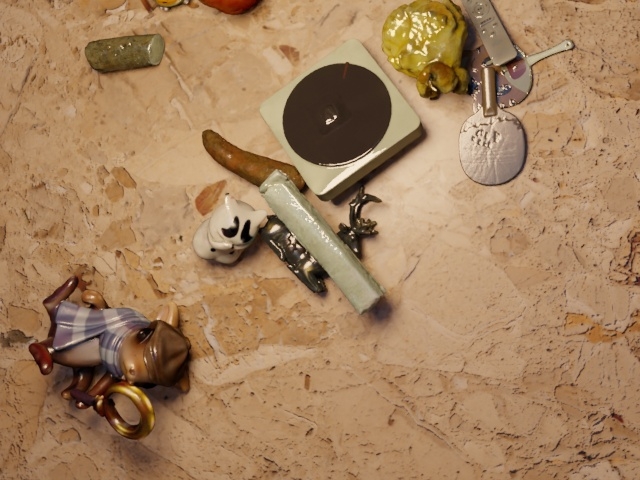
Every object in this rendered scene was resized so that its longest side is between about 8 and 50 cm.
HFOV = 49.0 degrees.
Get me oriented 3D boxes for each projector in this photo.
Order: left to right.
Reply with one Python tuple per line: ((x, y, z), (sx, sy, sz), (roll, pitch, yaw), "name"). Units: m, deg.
((0.041, -0.248, 1.456), (0.259, 0.079, 0.257), (-35, 70, 6), "projector")

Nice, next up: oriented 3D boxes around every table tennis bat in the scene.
((0.341, -0.227, 1.407), (0.131, 0.022, 0.234), (-2, 92, 18), "table tennis bat")

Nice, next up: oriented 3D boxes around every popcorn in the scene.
((0.206, -0.375, 1.387), (0.168, 0.173, 0.195), (-5, 91, 3), "popcorn")

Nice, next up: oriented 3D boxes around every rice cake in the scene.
((0.000, 0.000, 1.400), (0.066, 0.063, 0.336), (-41, 85, 17), "rice cake")

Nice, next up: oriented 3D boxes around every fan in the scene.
((0.391, -0.349, 1.407), (0.227, 0.008, 0.152), (-22, 81, 15), "fan")

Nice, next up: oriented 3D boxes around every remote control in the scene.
((0.336, -0.432, 1.414), (0.050, 0.027, 0.184), (-25, 73, 13), "remote control")

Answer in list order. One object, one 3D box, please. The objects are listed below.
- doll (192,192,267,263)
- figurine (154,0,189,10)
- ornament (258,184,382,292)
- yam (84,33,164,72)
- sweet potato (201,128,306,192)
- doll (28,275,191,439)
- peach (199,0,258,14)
((-0.195, -0.018, 1.480), (0.181, 0.110, 0.107), (-33, 48, 54), "doll")
((-0.350, -0.626, 1.600), (0.167, 0.141, 0.250), (-18, 47, 7), "figurine")
((0.012, -0.037, 1.469), (0.236, 0.080, 0.202), (-45, 80, 12), "ornament")
((-0.449, -0.431, 1.618), (0.179, 0.078, 0.078), (-2, 87, 13), "yam")
((-0.152, -0.165, 1.525), (0.273, 0.075, 0.075), (26, 95, 19), "sweet potato")
((-0.455, 0.246, 1.521), (0.340, 0.209, 0.318), (5, 92, 14), "doll")
((-0.188, -0.586, 1.495), (0.197, 0.197, 0.197), (-1, 88, 16), "peach")
